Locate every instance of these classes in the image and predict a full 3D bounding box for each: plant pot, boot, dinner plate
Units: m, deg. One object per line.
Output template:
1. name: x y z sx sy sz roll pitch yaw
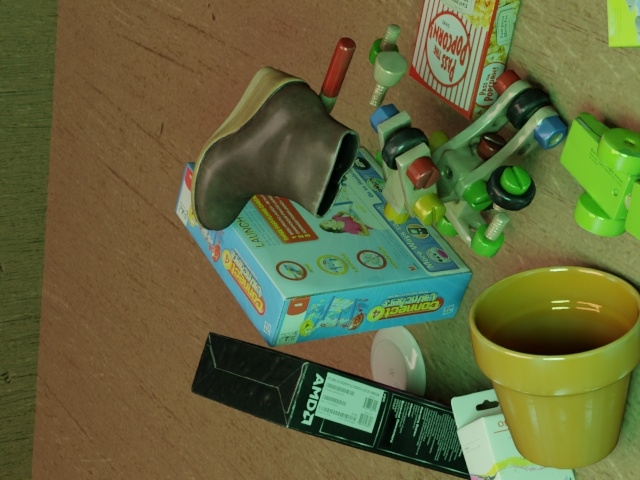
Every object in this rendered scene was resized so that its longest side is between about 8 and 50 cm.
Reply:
1. plant pot: 0.287 0.162 1.893 0.205 0.205 0.188 33 139 51
2. boot: -0.062 -0.080 2.002 0.207 0.090 0.248 45 117 43
3. dinner plate: 0.109 0.192 2.341 0.141 0.017 0.141 21 116 55

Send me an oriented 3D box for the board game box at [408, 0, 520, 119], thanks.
1. board game box: 0.190 -0.277 2.081 0.147 0.045 0.193 42 131 47

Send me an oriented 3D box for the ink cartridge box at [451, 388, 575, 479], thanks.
1. ink cartridge box: 0.252 0.280 2.029 0.067 0.115 0.198 -38 65 56

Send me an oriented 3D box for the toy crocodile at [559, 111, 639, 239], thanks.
1. toy crocodile: 0.381 -0.036 1.784 0.340 0.105 0.115 50 137 48

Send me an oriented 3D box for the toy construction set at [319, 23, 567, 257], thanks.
1. toy construction set: 0.127 -0.101 2.002 0.309 0.257 0.237 36 141 10

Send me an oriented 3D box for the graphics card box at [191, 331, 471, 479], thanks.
1. graphics card box: 0.040 0.225 2.115 0.233 0.371 0.094 12 84 53

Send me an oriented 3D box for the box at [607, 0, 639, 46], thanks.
1. box: 0.391 -0.271 1.759 0.178 0.042 0.109 7 103 59

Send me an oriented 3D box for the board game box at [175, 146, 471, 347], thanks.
1. board game box: 0.000 0.000 2.203 0.308 0.302 0.086 53 138 40
